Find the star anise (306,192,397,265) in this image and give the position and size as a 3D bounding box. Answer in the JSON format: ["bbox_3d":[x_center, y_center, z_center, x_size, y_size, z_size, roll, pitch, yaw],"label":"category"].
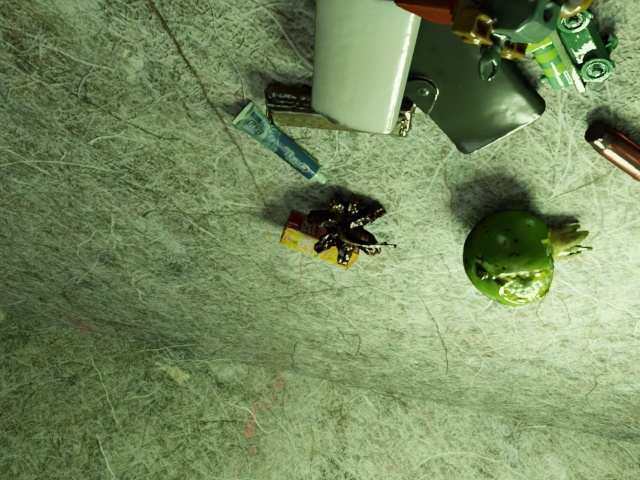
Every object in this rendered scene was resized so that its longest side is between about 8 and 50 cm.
[{"bbox_3d":[0.068,-0.033,1.282,0.220,0.190,0.125,-21,176,18],"label":"star anise"}]

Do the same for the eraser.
[{"bbox_3d":[0.073,-0.328,0.859,0.173,0.095,0.270,19,148,10],"label":"eraser"}]

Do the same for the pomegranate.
[{"bbox_3d":[0.500,0.028,1.185,0.301,0.236,0.236,-19,145,-11],"label":"pomegranate"}]

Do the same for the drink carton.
[{"bbox_3d":[0.000,0.000,1.408,0.222,0.071,0.096,20,145,-9],"label":"drink carton"}]

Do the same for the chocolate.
[{"bbox_3d":[0.038,-0.270,1.034,0.328,0.065,0.103,8,144,6],"label":"chocolate"}]

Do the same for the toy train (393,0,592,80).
[{"bbox_3d":[0.232,-0.396,0.606,0.231,0.163,0.370,28,113,38],"label":"toy train"}]

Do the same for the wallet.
[{"bbox_3d":[0.238,-0.322,0.905,0.377,0.051,0.197,38,139,-26],"label":"wallet"}]

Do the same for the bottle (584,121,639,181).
[{"bbox_3d":[0.602,-0.180,0.972,0.164,0.060,0.060,27,143,-17],"label":"bottle"}]

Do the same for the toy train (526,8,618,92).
[{"bbox_3d":[0.409,-0.333,0.814,0.132,0.083,0.200,-9,140,45],"label":"toy train"}]

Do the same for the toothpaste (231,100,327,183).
[{"bbox_3d":[-0.085,-0.223,1.160,0.268,0.047,0.069,37,151,-24],"label":"toothpaste"}]
